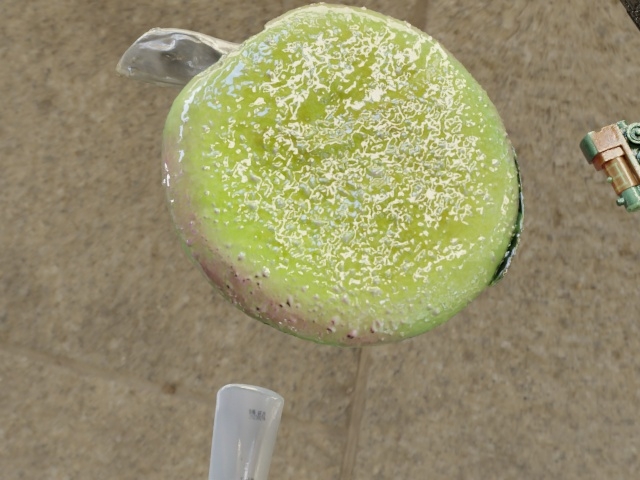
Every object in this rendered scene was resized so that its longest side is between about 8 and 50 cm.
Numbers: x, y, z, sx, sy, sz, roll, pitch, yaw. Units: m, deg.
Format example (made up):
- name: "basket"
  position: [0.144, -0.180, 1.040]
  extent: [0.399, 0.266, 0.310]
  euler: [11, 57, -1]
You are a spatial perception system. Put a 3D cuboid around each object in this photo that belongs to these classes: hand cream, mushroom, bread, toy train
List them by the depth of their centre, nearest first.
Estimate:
- name: "bread"
  position: [0.025, -0.055, 0.765]
  extent: [0.301, 0.045, 0.301]
  euler: [3, 73, -10]
- name: "toy train"
  position: [0.321, -0.075, 0.995]
  extent: [0.064, 0.044, 0.103]
  euler: [-20, 73, -11]
- name: "hand cream"
  position: [-0.093, 0.285, 1.042]
  extent: [0.079, 0.048, 0.255]
  euler: [16, 74, -29]
- name: "mushroom"
  position: [-0.168, -0.298, 1.625]
  extent: [0.351, 0.097, 0.109]
  euler: [2, 83, -11]

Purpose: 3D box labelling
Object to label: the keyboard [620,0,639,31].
- name: "keyboard"
  position: [0.287, -0.195, 0.835]
  extent: [0.010, 0.053, 0.155]
  euler: [-39, 98, -1]
